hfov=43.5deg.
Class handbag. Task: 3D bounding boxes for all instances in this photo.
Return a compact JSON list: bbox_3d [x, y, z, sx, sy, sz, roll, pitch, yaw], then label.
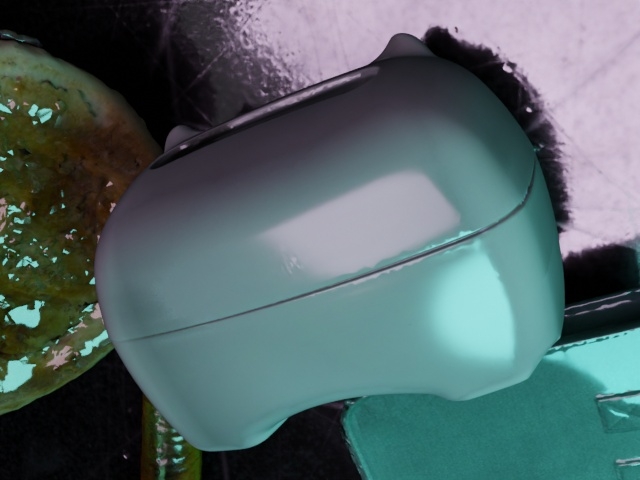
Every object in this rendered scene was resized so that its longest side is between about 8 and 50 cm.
[{"bbox_3d":[0.180,0.185,0.676,0.274,0.100,0.268,-19,109,19],"label":"handbag"}]

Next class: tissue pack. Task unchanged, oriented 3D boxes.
[{"bbox_3d":[0.000,0.000,0.612,0.333,0.229,0.235,-19,106,22],"label":"tissue pack"}]

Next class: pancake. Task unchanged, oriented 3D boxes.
[{"bbox_3d":[-0.294,0.008,0.689,0.071,0.383,0.382,44,124,47],"label":"pancake"}]

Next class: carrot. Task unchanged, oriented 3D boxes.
[{"bbox_3d":[-0.158,0.240,0.836,0.070,0.070,0.260,9,108,16],"label":"carrot"}]
